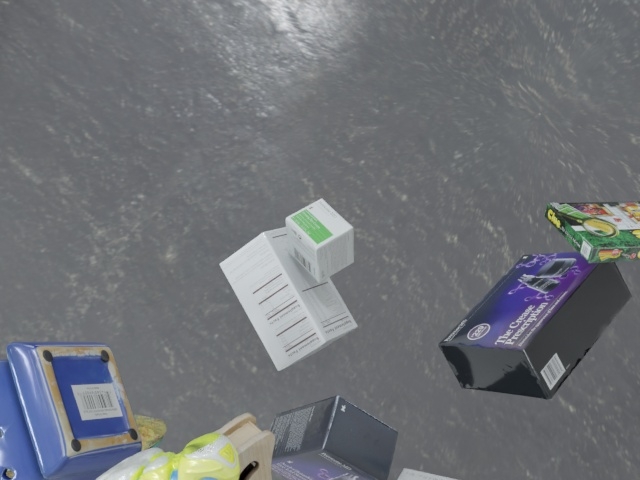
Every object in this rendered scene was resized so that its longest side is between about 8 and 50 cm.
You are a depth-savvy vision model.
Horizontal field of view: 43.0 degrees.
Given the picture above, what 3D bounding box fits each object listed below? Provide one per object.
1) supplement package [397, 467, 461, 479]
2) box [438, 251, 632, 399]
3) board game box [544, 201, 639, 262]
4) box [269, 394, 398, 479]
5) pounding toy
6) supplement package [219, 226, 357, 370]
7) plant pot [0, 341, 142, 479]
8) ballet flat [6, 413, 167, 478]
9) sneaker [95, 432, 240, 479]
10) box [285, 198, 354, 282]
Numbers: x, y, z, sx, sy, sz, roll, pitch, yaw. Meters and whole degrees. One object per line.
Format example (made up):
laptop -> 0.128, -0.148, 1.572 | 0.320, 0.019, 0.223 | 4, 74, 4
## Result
supplement package -> 0.182, 0.588, 1.453 | 0.178, 0.293, 0.175 | 2, 125, 36
box -> 0.347, 0.130, 1.315 | 0.184, 0.261, 0.103 | -10, 116, 55
board game box -> 0.473, -0.016, 1.174 | 0.260, 0.136, 0.030 | -2, 123, -15
box -> 0.014, 0.383, 1.503 | 0.153, 0.108, 0.207 | 34, 143, -21
pounding toy -> -0.091, 0.404, 1.175 | 0.155, 0.154, 0.269 | 23, 113, 56
supplement package -> -0.063, 0.110, 1.611 | 0.134, 0.139, 0.244 | -35, 79, 30
plant pot -> -0.419, 0.278, 1.228 | 0.212, 0.236, 0.235 | -30, 71, 19
ballet flat -> -0.461, 0.378, 1.493 | 0.349, 0.123, 0.123 | -18, 94, -13
sneaker -> -0.190, 0.329, 1.032 | 0.240, 0.091, 0.126 | -23, 92, 36
box -> 0.000, 0.000, 1.512 | 0.101, 0.087, 0.102 | 44, 152, 34
